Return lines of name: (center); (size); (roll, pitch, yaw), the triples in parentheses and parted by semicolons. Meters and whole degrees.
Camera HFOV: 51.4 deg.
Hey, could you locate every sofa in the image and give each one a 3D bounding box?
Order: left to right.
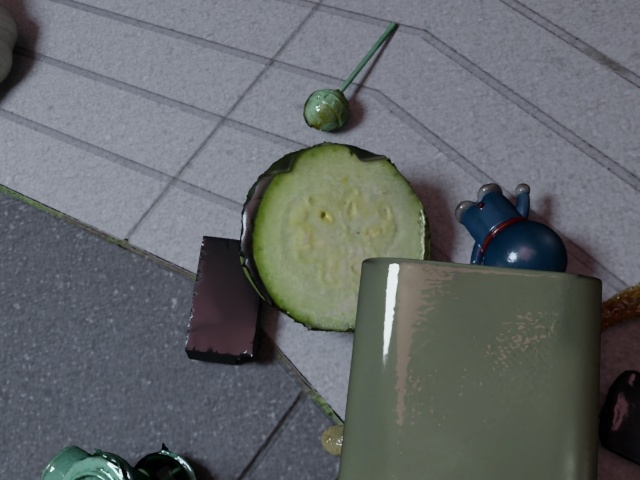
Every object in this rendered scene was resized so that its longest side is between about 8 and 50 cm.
sofa: (-0.111, 0.074, 0.808); (0.085, 0.060, 0.147); (5, 69, -1)

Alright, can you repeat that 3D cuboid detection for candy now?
candy: (0.047, -0.226, 0.895); (0.061, 0.061, 0.203); (27, 69, 23)

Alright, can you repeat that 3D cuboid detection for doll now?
doll: (0.212, 0.006, 0.734); (0.114, 0.085, 0.152); (-41, 52, 11)

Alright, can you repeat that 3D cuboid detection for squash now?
squash: (0.009, 0.006, 0.769); (0.220, 0.133, 0.220); (3, 75, -13)

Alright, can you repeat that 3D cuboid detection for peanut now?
peanut: (0.041, 0.213, 0.715); (0.083, 0.037, 0.037); (-13, 65, 11)

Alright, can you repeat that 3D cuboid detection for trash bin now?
trash bin: (0.140, 0.148, 0.630); (0.243, 0.121, 0.248); (4, 84, 8)

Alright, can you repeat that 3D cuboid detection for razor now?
razor: (0.347, 0.185, 0.636); (0.147, 0.054, 0.090); (16, 73, 21)

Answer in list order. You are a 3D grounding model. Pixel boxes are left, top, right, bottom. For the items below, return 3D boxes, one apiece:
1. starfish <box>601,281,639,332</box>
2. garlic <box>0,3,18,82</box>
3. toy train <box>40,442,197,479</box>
starfish: (0.463, 0.063, 0.642); (0.293, 0.084, 0.301); (38, 77, 26)
garlic: (-0.544, -0.316, 1.023); (0.142, 0.178, 0.230); (-3, 85, -20)
toy train: (-0.139, 0.369, 0.636); (0.396, 0.160, 0.253); (24, 84, 21)
